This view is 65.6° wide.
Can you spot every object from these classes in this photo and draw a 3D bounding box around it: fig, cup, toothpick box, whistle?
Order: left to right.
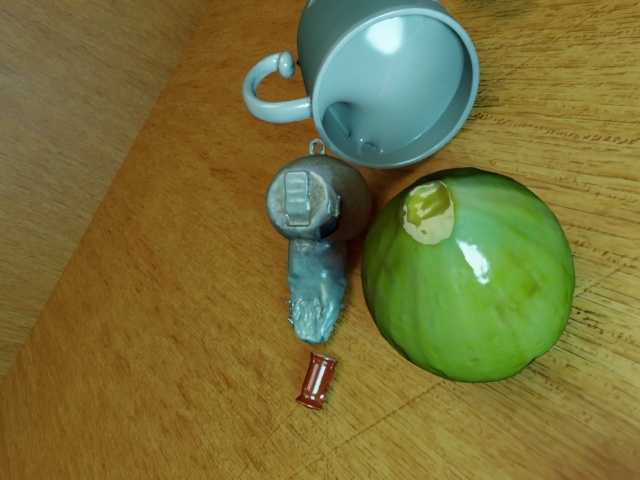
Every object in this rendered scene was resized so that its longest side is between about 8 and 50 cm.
[{"bbox_3d":[-0.006,0.222,0.782,0.047,0.047,0.083,5,72,50],"label":"toothpick box"},{"bbox_3d":[0.000,0.000,0.859,0.189,0.189,0.347,1,90,49],"label":"whistle"},{"bbox_3d":[0.043,-0.292,0.834,0.357,0.259,0.274,-12,45,0],"label":"cup"},{"bbox_3d":[0.151,0.024,0.551,0.239,0.271,0.239,-15,50,18],"label":"fig"}]
